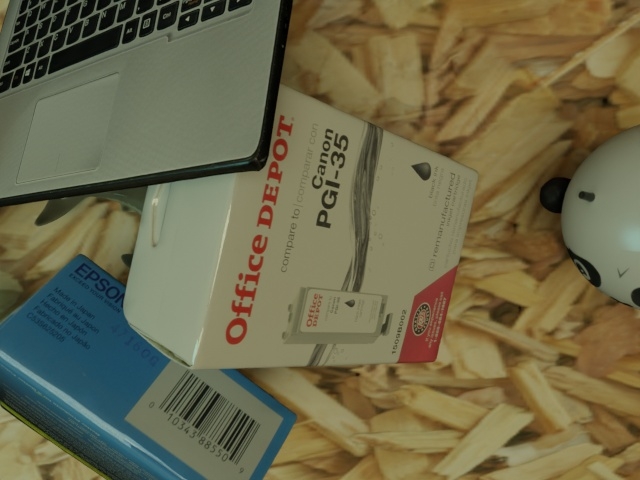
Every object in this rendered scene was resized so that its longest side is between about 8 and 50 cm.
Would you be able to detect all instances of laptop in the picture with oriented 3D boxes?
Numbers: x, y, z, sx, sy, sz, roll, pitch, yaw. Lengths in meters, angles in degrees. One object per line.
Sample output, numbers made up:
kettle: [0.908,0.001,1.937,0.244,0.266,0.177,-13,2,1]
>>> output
laptop: [-0.224,-0.256,0.348,0.382,0.236,0.407,-3,74,34]

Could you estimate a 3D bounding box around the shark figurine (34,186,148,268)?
shark figurine: [-0.168,-0.039,0.547,0.278,0.166,0.116,33,128,20]

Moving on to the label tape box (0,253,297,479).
label tape box: [-0.211,0.189,0.563,0.249,0.115,0.348,38,145,-6]

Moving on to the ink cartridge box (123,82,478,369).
ink cartridge box: [0.000,0.000,0.459,0.283,0.117,0.207,10,93,-43]

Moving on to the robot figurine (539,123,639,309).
robot figurine: [0.347,-0.018,0.483,0.209,0.278,0.173,-32,67,43]
